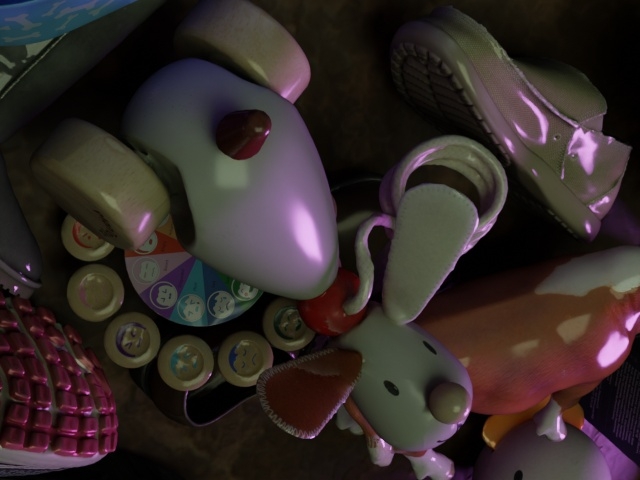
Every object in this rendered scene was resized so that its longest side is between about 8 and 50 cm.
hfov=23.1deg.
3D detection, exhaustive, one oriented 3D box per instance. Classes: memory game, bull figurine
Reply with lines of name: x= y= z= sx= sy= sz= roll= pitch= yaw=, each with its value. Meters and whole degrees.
memory game: x=-0.076 y=0.005 z=1.012 sx=0.186 sy=0.012 sz=0.186 roll=0 pitch=89 yaw=-10
bull figurine: x=0.151 y=0.081 z=1.150 sx=0.310 sy=0.101 sz=0.188 roll=-10 pitch=143 yaw=-16

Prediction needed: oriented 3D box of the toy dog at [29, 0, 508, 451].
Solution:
toy dog: x=0.000 y=0.000 z=0.921 sx=0.333 sy=0.161 sz=0.220 roll=25 pitch=85 yaw=-28

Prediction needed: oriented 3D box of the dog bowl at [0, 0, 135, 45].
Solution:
dog bowl: x=-0.112 y=-0.208 z=0.846 sx=0.297 sy=0.166 sz=0.074 roll=-28 pitch=163 yaw=-15

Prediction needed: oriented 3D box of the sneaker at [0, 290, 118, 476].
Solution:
sneaker: x=-0.264 y=0.099 z=0.961 sx=0.299 sy=0.121 sz=0.112 roll=8 pitch=139 yaw=-34

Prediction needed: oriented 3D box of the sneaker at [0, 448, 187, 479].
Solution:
sneaker: x=-0.177 y=0.212 z=1.080 sx=0.227 sy=0.087 sz=0.130 roll=11 pitch=111 yaw=-31

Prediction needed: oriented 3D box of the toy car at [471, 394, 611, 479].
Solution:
toy car: x=0.161 y=0.231 z=1.254 sx=0.210 sy=0.219 sz=0.238 roll=-6 pitch=89 yaw=-27

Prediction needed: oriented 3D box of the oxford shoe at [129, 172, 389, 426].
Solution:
oxford shoe: x=-0.020 y=0.047 z=1.077 sx=0.227 sy=0.096 sz=0.083 roll=-44 pitch=127 yaw=-5

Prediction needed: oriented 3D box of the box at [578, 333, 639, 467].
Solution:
box: x=0.320 y=0.128 z=1.282 sx=0.156 sy=0.158 sz=0.093 roll=-9 pitch=120 yaw=-26

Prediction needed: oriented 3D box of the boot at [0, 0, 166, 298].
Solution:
boot: x=-0.167 y=-0.089 z=0.938 sx=0.208 sy=0.076 sz=0.190 roll=-47 pitch=131 yaw=-9

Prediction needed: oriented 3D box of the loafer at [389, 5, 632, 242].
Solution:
loafer: x=0.139 y=-0.094 z=1.097 sx=0.092 sy=0.102 sz=0.268 roll=-55 pitch=141 yaw=-5
